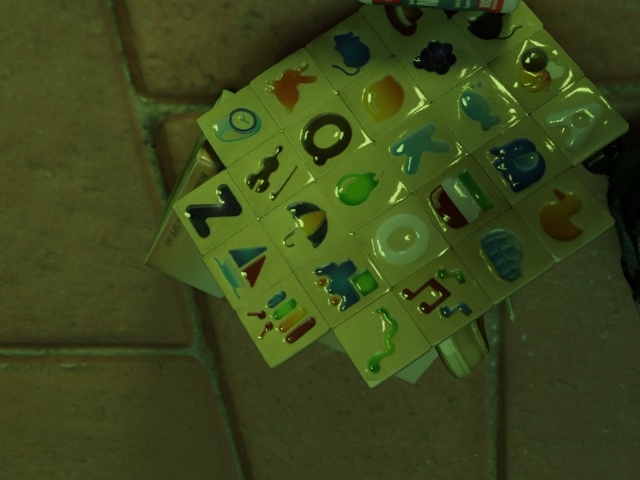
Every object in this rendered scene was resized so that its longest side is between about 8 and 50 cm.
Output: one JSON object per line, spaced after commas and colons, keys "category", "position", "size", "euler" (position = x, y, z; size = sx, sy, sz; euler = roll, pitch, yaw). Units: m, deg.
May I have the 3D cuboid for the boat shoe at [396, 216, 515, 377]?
{"category": "boat shoe", "position": [0.113, -0.025, 0.891], "size": [0.089, 0.285, 0.104], "euler": [-13, 154, 11]}

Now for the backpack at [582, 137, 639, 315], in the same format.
{"category": "backpack", "position": [0.402, 0.021, 0.938], "size": [0.276, 0.213, 0.263], "euler": [-13, 135, 13]}

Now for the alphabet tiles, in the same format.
{"category": "alphabet tiles", "position": [0.059, -0.058, 0.850], "size": [0.342, 0.285, 0.011], "euler": [-34, 157, -1]}

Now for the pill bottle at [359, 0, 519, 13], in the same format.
{"category": "pill bottle", "position": [0.072, -0.241, 0.834], "size": [0.180, 0.108, 0.108], "euler": [4, 127, 4]}

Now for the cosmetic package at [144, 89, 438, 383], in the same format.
{"category": "cosmetic package", "position": [0.000, 0.000, 1.011], "size": [0.296, 0.129, 0.153], "euler": [24, 126, -11]}
